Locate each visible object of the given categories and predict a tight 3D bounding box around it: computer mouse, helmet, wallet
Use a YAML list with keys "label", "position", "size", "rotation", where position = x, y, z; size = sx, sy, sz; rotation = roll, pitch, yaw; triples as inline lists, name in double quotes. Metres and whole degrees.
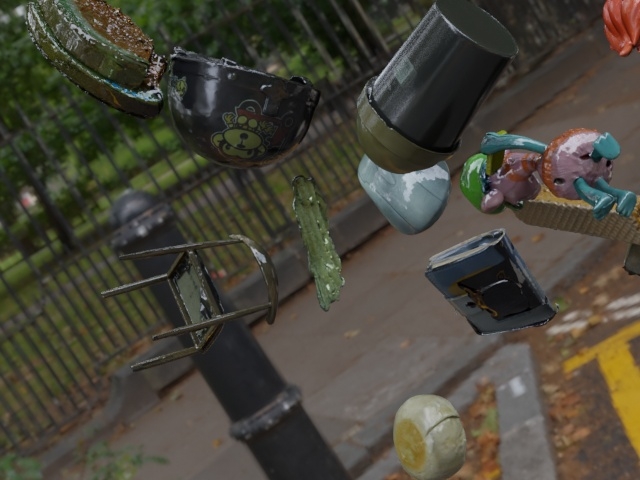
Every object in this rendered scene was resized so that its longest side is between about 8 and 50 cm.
- label: "computer mouse"
  position: [0.173, -0.164, 2.324]
  size: [0.188, 0.122, 0.371]
  rotation: [-49, 33, 19]
- label: "helmet"
  position: [-0.132, -0.192, 1.557]
  size: [0.230, 0.160, 0.279]
  rotation: [11, 3, -27]
- label: "wallet"
  position: [0.299, 0.088, 1.798]
  size: [0.170, 0.231, 0.069]
  rotation: [-21, 38, 27]

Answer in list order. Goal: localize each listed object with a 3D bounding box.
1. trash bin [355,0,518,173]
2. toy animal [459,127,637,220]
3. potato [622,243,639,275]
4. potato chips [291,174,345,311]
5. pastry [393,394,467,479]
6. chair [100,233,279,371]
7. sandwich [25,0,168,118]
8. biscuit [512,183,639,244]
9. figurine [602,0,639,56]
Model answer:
- label: "trash bin"
  position: [0.197, -0.268, 1.883]
  size: [0.334, 0.214, 0.214]
  rotation: [-55, -5, 32]
- label: "toy animal"
  position: [0.211, -0.068, 0.980]
  size: [0.100, 0.103, 0.208]
  rotation: [-62, 27, -7]
- label: "potato"
  position: [0.683, -0.037, 1.995]
  size: [0.138, 0.243, 0.098]
  rotation: [13, 46, 10]
- label: "potato chips"
  position: [0.001, 0.000, 1.545]
  size: [0.028, 0.207, 0.092]
  rotation: [-17, 1, 33]
- label: "pastry"
  position: [0.188, 0.352, 1.812]
  size: [0.092, 0.156, 0.156]
  rotation: [-3, -9, -33]
- label: "chair"
  position: [-0.228, 0.104, 1.842]
  size: [0.272, 0.188, 0.166]
  rotation: [-15, -20, -31]
- label: "sandwich"
  position: [-0.301, -0.275, 1.466]
  size: [0.159, 0.235, 0.079]
  rotation: [-24, -22, -42]
- label: "biscuit"
  position: [0.514, -0.057, 2.030]
  size: [0.054, 0.094, 0.378]
  rotation: [-48, 29, -17]
- label: "figurine"
  position: [0.459, -0.296, 1.280]
  size: [0.208, 0.257, 0.181]
  rotation: [-36, 14, 28]
